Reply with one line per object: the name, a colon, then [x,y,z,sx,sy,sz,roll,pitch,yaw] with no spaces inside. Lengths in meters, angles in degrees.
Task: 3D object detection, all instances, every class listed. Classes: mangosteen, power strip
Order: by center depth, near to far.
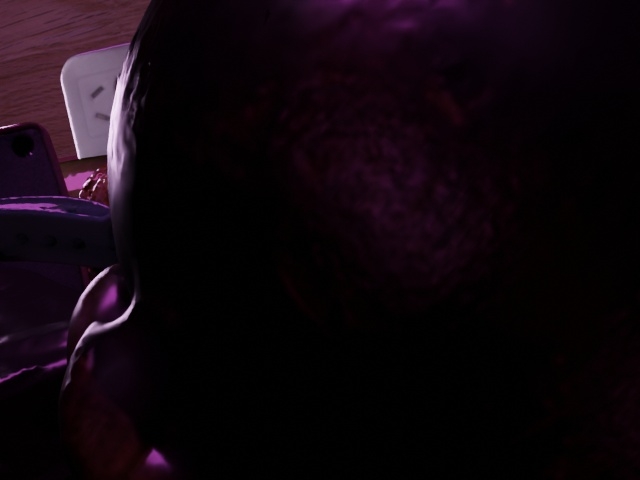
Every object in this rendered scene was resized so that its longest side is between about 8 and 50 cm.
mangosteen: [0.042,0.000,0.554,0.313,0.297,0.297,-25,13,-25]
power strip: [-0.171,-0.145,1.912,0.261,0.230,0.141,-12,8,5]

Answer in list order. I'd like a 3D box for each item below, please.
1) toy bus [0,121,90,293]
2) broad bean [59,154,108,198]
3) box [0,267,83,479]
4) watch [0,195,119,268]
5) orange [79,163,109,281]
toy bus: [-0.417,0.039,1.245,0.426,0.203,0.233,-15,5,-18]
broad bean: [-0.269,-0.036,1.752,0.291,0.119,0.238,-7,2,23]
box: [-0.253,0.104,0.853,0.290,0.073,0.289,-27,19,-21]
watch: [-0.227,0.047,1.088,0.237,0.068,0.195,-14,41,-7]
orange: [-0.136,0.000,1.266,0.156,0.134,0.156,25,-11,5]
